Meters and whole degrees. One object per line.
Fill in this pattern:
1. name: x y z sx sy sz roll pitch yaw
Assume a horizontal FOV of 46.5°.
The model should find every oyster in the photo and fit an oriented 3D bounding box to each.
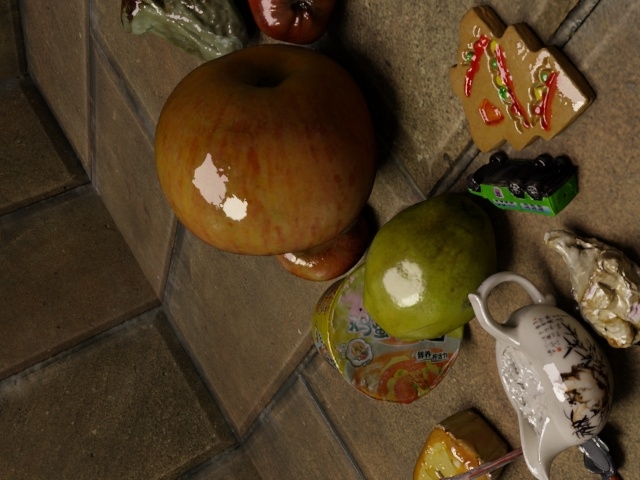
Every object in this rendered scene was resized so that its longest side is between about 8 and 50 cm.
1. oyster: 0.368 0.066 1.010 0.191 0.081 0.163 52 156 31

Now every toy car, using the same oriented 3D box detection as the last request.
1. toy car: 0.281 -0.079 1.050 0.165 0.071 0.062 15 140 57

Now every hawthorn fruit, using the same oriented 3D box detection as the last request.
1. hawthorn fruit: -0.058 -0.426 1.294 0.203 0.162 0.163 -117 14 -62

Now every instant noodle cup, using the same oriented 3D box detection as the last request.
1. instant noodle cup: 0.106 0.158 1.394 0.264 0.264 0.200 66 163 -4

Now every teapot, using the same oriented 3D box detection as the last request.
1. teapot: 0.321 0.184 1.100 0.300 0.165 0.208 62 176 1

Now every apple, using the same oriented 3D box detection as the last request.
1. apple: -0.094 -0.167 1.304 0.400 0.400 0.334 23 125 53
2. apple: 0.000 0.000 1.480 0.173 0.195 0.160 -77 -18 -69

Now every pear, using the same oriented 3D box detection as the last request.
1. pear: 0.174 0.047 1.196 0.212 0.212 0.269 51 125 25

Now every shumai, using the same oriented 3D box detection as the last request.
1. shumai: -0.288 -0.455 1.574 0.261 0.222 0.225 51 163 10

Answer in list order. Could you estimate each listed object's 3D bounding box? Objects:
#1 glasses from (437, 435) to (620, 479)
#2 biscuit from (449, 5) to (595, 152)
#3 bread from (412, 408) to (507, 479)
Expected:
1. glasses: 0.346 0.426 1.168 0.118 0.268 0.234 -139 28 -73
2. biscuit: 0.261 -0.205 1.006 0.238 0.041 0.212 28 134 52
3. bread: 0.274 0.457 1.483 0.152 0.119 0.288 45 148 27
